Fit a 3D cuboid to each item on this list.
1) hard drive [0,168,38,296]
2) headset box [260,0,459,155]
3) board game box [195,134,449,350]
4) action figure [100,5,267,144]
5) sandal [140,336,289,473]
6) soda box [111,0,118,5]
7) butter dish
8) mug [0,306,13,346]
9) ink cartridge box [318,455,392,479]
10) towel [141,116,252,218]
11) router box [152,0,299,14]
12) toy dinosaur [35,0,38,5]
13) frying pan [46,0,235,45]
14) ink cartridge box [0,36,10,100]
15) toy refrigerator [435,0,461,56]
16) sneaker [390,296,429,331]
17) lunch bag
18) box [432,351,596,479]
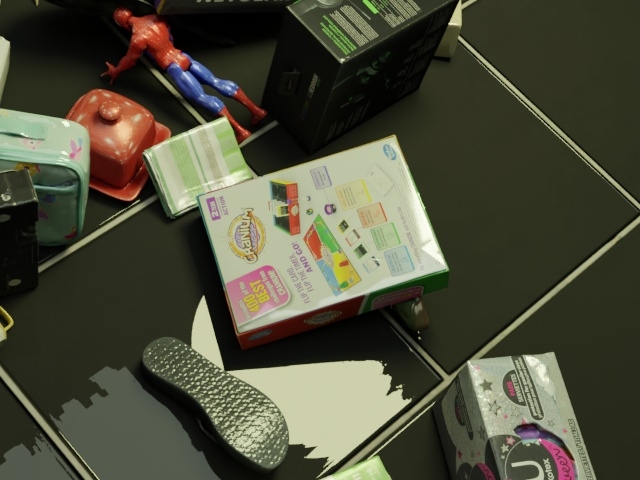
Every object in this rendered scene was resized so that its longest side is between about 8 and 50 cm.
[{"bbox_3d":[-0.541,0.021,1.534,0.339,0.237,0.064,-15,63,-20],"label":"hard drive"},{"bbox_3d":[0.053,-0.297,1.866,0.283,0.246,0.131,-34,73,-27],"label":"headset box"},{"bbox_3d":[0.000,0.000,1.729,0.316,0.064,0.242,-16,64,-4],"label":"board game box"},{"bbox_3d":[-0.233,-0.255,1.874,0.280,0.139,0.091,44,54,-13],"label":"action figure"},{"bbox_3d":[-0.141,0.227,1.623,0.254,0.054,0.097,39,51,22],"label":"sandal"},{"bbox_3d":[-0.271,-0.429,1.980,0.169,0.053,0.060,-5,60,-17],"label":"soda box"},{"bbox_3d":[-0.319,-0.166,1.771,0.160,0.118,0.160,24,57,2],"label":"butter dish"},{"bbox_3d":[-0.456,0.118,1.602,0.064,0.062,0.078,45,66,6],"label":"mug"},{"bbox_3d":[-0.080,0.403,1.429,0.353,0.207,0.119,-18,66,-23],"label":"ink cartridge box"},{"bbox_3d":[-0.186,-0.113,1.795,0.152,0.023,0.113,-27,104,-25],"label":"towel"},{"bbox_3d":[-0.159,-0.481,1.906,0.308,0.081,0.243,-8,59,-34],"label":"router box"},{"bbox_3d":[-0.453,-0.502,1.976,0.112,0.064,0.211,34,58,6],"label":"toy dinosaur"},{"bbox_3d":[-0.288,-0.377,1.866,0.326,0.197,0.053,8,87,-7],"label":"frying pan"},{"bbox_3d":[-0.554,-0.219,1.768,0.139,0.082,0.191,10,56,-8],"label":"ink cartridge box"},{"bbox_3d":[0.190,-0.455,2.088,0.102,0.094,0.269,4,58,-3],"label":"toy refrigerator"},{"bbox_3d":[0.086,0.062,1.769,0.086,0.064,0.192,-19,65,-13],"label":"sneaker"},{"bbox_3d":[-0.462,-0.093,1.629,0.279,0.224,0.108,6,58,-11],"label":"lunch bag"},{"bbox_3d":[0.264,0.298,1.602,0.142,0.163,0.247,-4,60,-18],"label":"box"}]
